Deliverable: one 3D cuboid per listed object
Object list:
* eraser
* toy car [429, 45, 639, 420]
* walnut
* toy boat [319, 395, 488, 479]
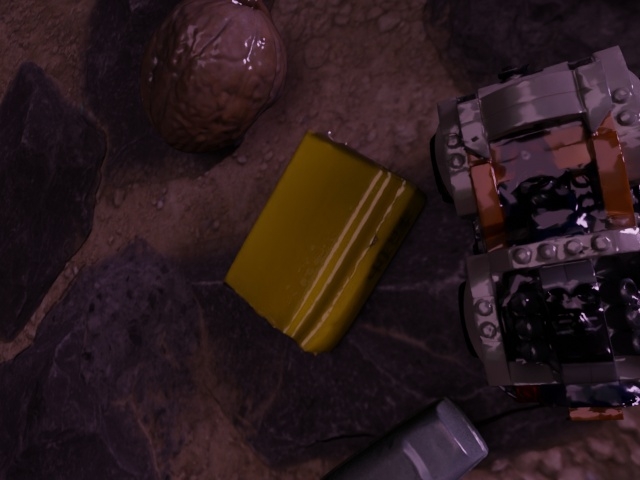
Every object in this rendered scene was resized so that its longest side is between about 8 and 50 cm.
[{"bbox_3d":[0.000,0.000,0.522,0.158,0.069,0.226,34,98,32],"label":"eraser"},{"bbox_3d":[0.205,-0.007,0.387,0.193,0.118,0.302,-11,77,24],"label":"toy car"},{"bbox_3d":[-0.145,-0.210,0.591,0.230,0.178,0.178,-41,64,29],"label":"walnut"},{"bbox_3d":[0.053,0.247,0.447,0.261,0.085,0.078,-50,62,24],"label":"toy boat"}]
